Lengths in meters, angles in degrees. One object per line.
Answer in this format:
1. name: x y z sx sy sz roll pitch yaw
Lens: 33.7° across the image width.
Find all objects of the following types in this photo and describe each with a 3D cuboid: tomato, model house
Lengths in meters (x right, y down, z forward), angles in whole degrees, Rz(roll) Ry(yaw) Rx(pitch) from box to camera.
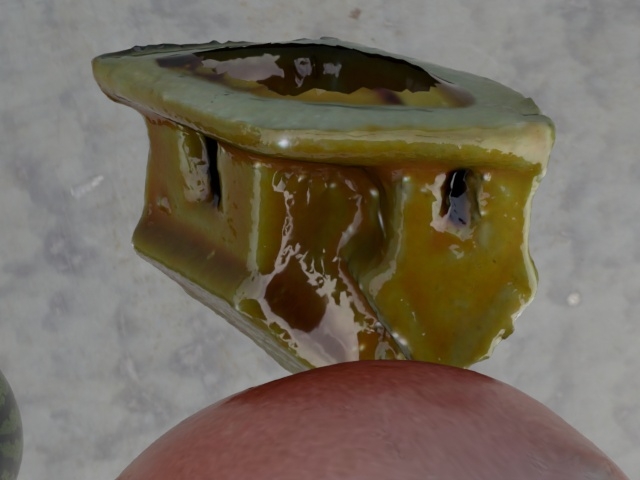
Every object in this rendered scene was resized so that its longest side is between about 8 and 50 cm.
1. tomato: 0.026 0.207 0.464 0.322 0.321 0.321 -6 111 -16
2. model house: 0.003 0.005 0.657 0.173 0.268 0.239 -19 122 -36

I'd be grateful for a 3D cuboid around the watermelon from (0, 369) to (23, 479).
1. watermelon: -0.336 0.159 0.815 0.212 0.212 0.212 -6 111 -16
